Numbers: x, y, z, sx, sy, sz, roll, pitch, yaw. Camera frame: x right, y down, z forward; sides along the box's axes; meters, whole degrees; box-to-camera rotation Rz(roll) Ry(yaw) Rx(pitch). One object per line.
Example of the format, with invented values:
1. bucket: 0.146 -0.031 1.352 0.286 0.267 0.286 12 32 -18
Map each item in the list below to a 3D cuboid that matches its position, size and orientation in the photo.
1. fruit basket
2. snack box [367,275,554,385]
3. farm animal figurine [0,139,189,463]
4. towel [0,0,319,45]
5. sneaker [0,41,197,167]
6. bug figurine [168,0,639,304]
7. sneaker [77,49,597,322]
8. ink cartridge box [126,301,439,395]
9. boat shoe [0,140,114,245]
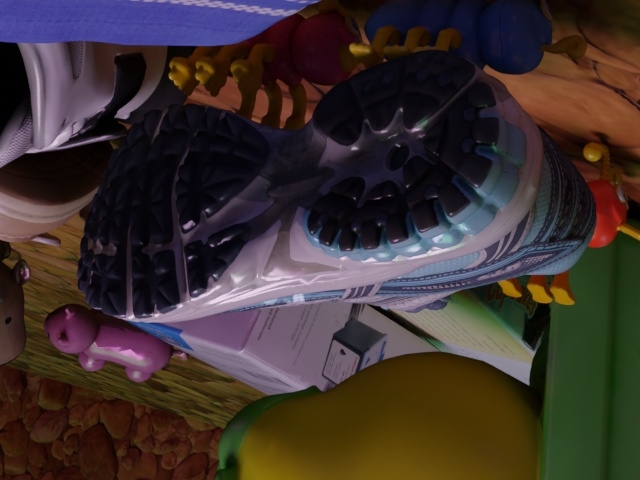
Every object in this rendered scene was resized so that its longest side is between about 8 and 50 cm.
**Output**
1. fruit basket: 0.134 0.170 1.057 0.392 0.392 0.283 15 167 22
2. snack box: 0.075 0.029 1.251 0.187 0.060 0.322 14 167 29
3. farm animal figurine: -0.242 0.001 1.285 0.327 0.330 0.172 50 167 -3
4. towel: -0.029 -0.109 0.596 0.243 0.040 0.336 -3 176 -37
5. sneaker: -0.151 -0.096 0.877 0.122 0.146 0.330 15 168 14
6. bug figurine: 0.048 -0.059 0.883 0.216 0.072 0.279 7 159 23
7. sneaker: 0.000 0.000 0.812 0.283 0.110 0.122 -6 155 44
8. ink cartridge box: -0.028 0.068 1.264 0.139 0.082 0.190 13 167 45
9. boat shoe: -0.184 -0.046 1.015 0.104 0.089 0.285 30 -168 -12
